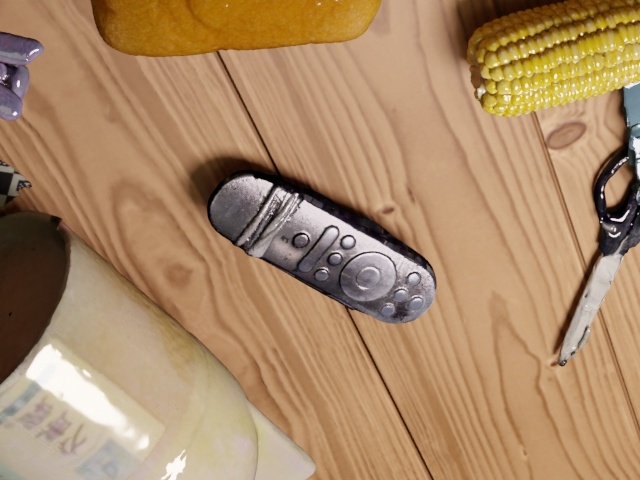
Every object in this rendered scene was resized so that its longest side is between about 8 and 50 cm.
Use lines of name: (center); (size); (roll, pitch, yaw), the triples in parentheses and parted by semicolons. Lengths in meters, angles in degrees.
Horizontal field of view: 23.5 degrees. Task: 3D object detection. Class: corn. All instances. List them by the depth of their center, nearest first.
corn: (0.252, -0.178, 1.393); (0.244, 0.093, 0.093); (-14, 132, -4)

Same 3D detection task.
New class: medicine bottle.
medicine bottle: (-0.201, 0.178, 1.486); (0.235, 0.236, 0.406); (-33, 129, 14)

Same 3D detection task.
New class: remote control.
remote control: (0.000, 0.000, 1.511); (0.266, 0.066, 0.090); (29, 105, -28)

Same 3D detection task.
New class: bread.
bread: (-0.068, -0.234, 1.242); (0.245, 0.121, 0.174); (-6, 130, -13)

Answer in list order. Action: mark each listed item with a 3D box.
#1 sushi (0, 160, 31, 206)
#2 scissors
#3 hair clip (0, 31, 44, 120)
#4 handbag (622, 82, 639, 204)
sushi: (-0.346, -0.045, 1.395); (0.120, 0.026, 0.126); (-35, 130, 14)
scissors: (0.304, 0.023, 1.624); (0.109, 0.022, 0.300); (4, 126, -21)
hair clip: (-0.340, -0.180, 1.241); (0.278, 0.090, 0.137); (24, 86, -34)
handbag: (0.370, -0.097, 1.506); (0.144, 0.057, 0.221); (-17, 128, 1)
